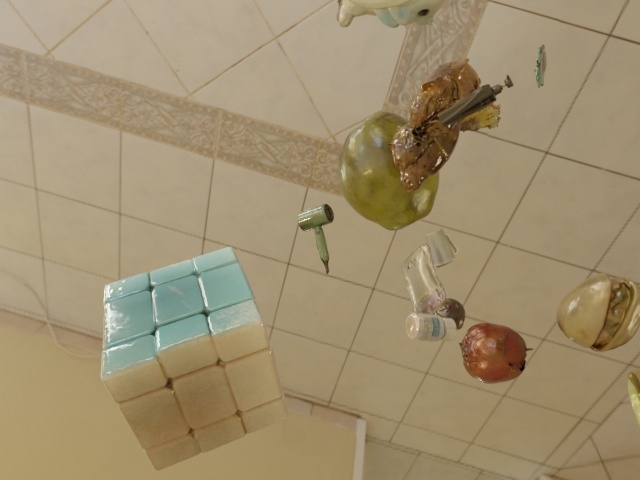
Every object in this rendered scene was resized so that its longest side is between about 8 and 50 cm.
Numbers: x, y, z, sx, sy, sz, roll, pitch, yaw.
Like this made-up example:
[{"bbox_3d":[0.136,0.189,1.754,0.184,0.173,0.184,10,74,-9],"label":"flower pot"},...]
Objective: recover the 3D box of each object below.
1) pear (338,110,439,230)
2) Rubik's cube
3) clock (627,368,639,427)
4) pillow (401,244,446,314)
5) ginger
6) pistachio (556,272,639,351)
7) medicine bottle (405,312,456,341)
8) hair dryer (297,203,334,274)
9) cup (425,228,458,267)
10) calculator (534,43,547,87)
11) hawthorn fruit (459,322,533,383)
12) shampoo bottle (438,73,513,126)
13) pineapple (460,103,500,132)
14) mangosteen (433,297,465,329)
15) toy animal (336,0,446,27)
[{"bbox_3d":[0.231,-0.239,1.623,0.352,0.352,0.413,-25,92,22],"label":"pear"},{"bbox_3d":[-0.284,0.253,1.058,0.316,0.322,0.318,-17,123,-13],"label":"Rubik's cube"},{"bbox_3d":[0.834,0.421,1.106,0.308,0.234,0.096,31,137,-29],"label":"clock"},{"bbox_3d":[0.280,0.115,1.279,0.038,0.232,0.130,19,129,-23],"label":"pillow"},{"bbox_3d":[0.301,-0.302,1.253,0.153,0.274,0.357,28,129,12],"label":"ginger"},{"bbox_3d":[0.480,0.123,0.797,0.125,0.124,0.184,8,141,5],"label":"pistachio"},{"bbox_3d":[0.214,0.169,0.894,0.089,0.052,0.052,9,123,-18],"label":"medicine bottle"},{"bbox_3d":[0.000,0.000,0.998,0.071,0.047,0.150,-18,77,28],"label":"hair dryer"},{"bbox_3d":[0.403,0.023,1.519,0.074,0.104,0.116,-30,77,64],"label":"cup"},{"bbox_3d":[0.600,-0.473,1.256,0.019,0.141,0.094,2,136,33],"label":"calculator"},{"bbox_3d":[0.421,0.266,1.094,0.172,0.148,0.148,3,121,-4],"label":"hawthorn fruit"},{"bbox_3d":[0.285,-0.255,0.850,0.137,0.027,0.048,-27,144,24],"label":"shampoo bottle"},{"bbox_3d":[0.453,-0.407,1.416,0.233,0.079,0.135,-6,146,-8],"label":"pineapple"},{"bbox_3d":[0.503,0.291,1.773,0.140,0.140,0.140,4,121,7],"label":"mangosteen"},{"bbox_3d":[0.184,-0.640,1.142,0.290,0.249,0.174,4,139,20],"label":"toy animal"}]
